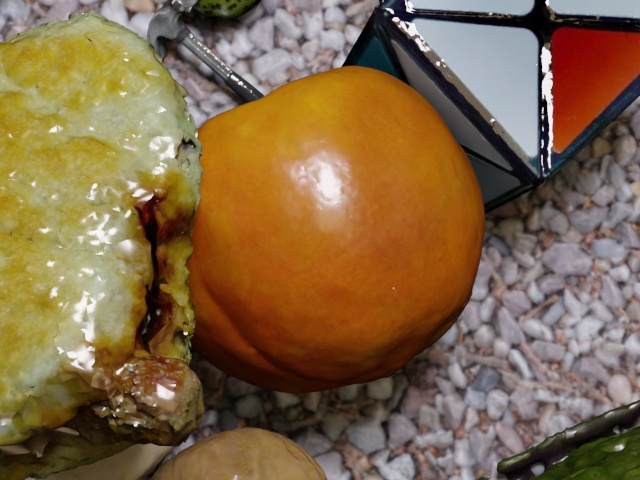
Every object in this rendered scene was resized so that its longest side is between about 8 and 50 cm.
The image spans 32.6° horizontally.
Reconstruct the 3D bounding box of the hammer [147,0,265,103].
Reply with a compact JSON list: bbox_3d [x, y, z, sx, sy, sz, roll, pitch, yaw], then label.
[{"bbox_3d":[-0.095,-0.173,1.248,0.246,0.103,0.029,42,48,-14],"label":"hammer"}]

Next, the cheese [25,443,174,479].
[{"bbox_3d":[-0.245,0.186,1.113,0.173,0.251,0.248,46,68,5],"label":"cheese"}]

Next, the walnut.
[{"bbox_3d":[-0.078,0.307,1.115,0.228,0.228,0.228,1,84,-7],"label":"walnut"}]

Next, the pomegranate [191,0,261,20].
[{"bbox_3d":[-0.116,-0.312,1.218,0.122,0.161,0.122,-2,80,11],"label":"pomegranate"}]

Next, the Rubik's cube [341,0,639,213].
[{"bbox_3d":[0.199,-0.198,1.191,0.250,0.246,0.248,-42,89,-11],"label":"Rubik's cube"}]

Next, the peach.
[{"bbox_3d":[0.000,0.000,1.102,0.342,0.343,0.302,-22,91,-9],"label":"peach"}]

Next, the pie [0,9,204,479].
[{"bbox_3d":[-0.288,0.004,0.949,0.395,0.180,0.418,-10,68,1],"label":"pie"}]

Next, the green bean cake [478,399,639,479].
[{"bbox_3d":[0.323,0.305,1.118,0.335,0.319,0.218,-26,87,-10],"label":"green bean cake"}]
